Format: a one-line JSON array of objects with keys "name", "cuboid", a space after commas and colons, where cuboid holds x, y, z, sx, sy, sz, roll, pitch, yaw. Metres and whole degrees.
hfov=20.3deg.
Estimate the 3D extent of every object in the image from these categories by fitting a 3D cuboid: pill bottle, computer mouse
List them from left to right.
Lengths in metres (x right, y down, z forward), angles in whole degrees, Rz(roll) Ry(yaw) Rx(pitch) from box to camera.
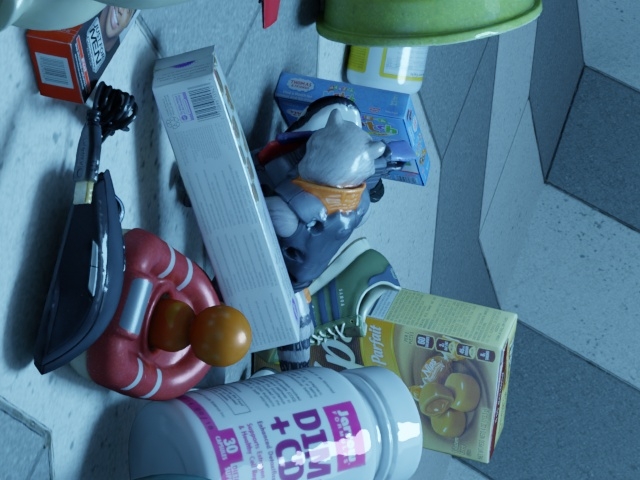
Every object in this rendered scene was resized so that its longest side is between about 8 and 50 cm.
[{"name": "computer mouse", "cuboid": [-0.189, -0.008, 1.529, 0.184, 0.060, 0.262, 138, -34, -83]}, {"name": "pill bottle", "cuboid": [-0.043, 0.219, 1.872, 0.283, 0.160, 0.160, -10, 117, -35]}, {"name": "pill bottle", "cuboid": [0.091, -0.251, 2.376, 0.103, 0.103, 0.184, -25, 126, -72]}]

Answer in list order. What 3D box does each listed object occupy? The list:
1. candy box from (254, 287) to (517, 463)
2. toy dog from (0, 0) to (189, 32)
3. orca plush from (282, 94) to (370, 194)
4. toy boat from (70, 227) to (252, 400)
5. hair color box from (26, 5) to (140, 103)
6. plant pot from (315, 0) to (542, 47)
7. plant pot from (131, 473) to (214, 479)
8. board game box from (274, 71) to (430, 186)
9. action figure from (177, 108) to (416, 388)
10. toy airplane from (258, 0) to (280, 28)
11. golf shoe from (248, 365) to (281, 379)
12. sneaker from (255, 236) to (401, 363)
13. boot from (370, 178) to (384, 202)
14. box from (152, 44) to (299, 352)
[{"name": "candy box", "cuboid": [0.077, 0.151, 2.239, 0.087, 0.316, 0.183, -59, 156, -54]}, {"name": "toy dog", "cuboid": [-0.084, -0.310, 1.156, 0.408, 0.395, 0.285, -39, 131, -54]}, {"name": "orca plush", "cuboid": [-0.027, -0.050, 2.120, 0.102, 0.151, 0.287, -119, -148, -60]}, {"name": "toy boat", "cuboid": [-0.137, 0.082, 1.712, 0.231, 0.151, 0.151, 44, 61, -73]}, {"name": "hair color box", "cuboid": [-0.192, -0.188, 1.494, 0.072, 0.043, 0.141, 85, 22, -50]}, {"name": "plant pot", "cuboid": [0.119, -0.387, 2.131, 0.276, 0.276, 0.254, -50, 138, -61]}, {"name": "plant pot", "cuboid": [-0.160, 0.373, 1.590, 0.334, 0.341, 0.341, -48, 148, -76]}, {"name": "board game box", "cuboid": [0.043, -0.133, 2.186, 0.211, 0.160, 0.039, 63, 40, -68]}, {"name": "action figure", "cuboid": [0.000, 0.000, 1.950, 0.341, 0.178, 0.330, -16, 141, -39]}, {"name": "toy airplane", "cuboid": [-0.037, -0.311, 1.997, 0.151, 0.028, 0.151, 14, 90, -76]}, {"name": "golf shoe", "cuboid": [-0.087, 0.248, 2.189, 0.094, 0.077, 0.198, 48, 55, -72]}, {"name": "sneaker", "cuboid": [0.015, 0.091, 2.135, 0.192, 0.086, 0.064, -46, 166, -2]}, {"name": "boot", "cuboid": [0.009, -0.072, 2.161, 0.099, 0.121, 0.045, -45, -179, 44]}, {"name": "box", "cuboid": [-0.090, -0.036, 1.772, 0.063, 0.067, 0.324, -92, 167, -58]}]
